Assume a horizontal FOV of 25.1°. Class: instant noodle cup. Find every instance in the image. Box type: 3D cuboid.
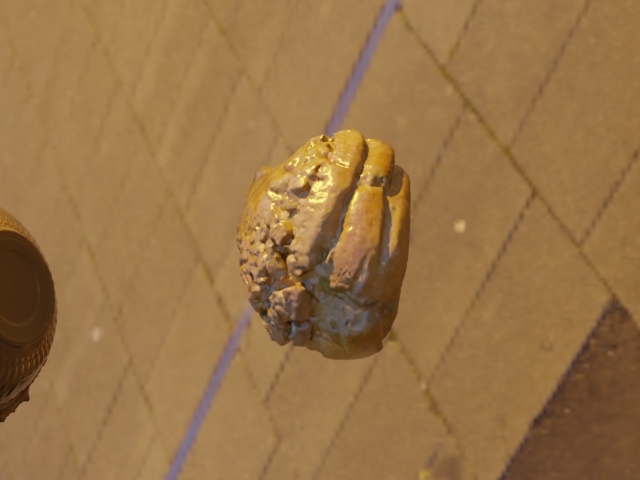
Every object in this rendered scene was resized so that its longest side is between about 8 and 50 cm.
[{"bbox_3d":[-0.346,0.056,1.471,0.090,0.274,0.274,-15,69,29],"label":"instant noodle cup"}]

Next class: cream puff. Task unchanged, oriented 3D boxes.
[{"bbox_3d":[0.000,0.000,1.103,0.189,0.129,0.189,-170,90,-84],"label":"cream puff"}]
